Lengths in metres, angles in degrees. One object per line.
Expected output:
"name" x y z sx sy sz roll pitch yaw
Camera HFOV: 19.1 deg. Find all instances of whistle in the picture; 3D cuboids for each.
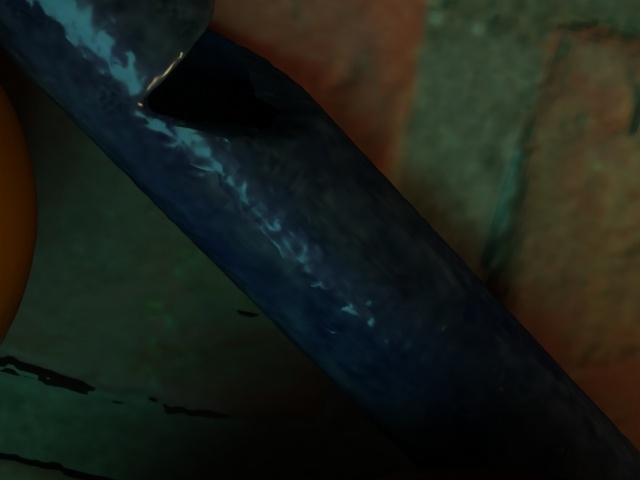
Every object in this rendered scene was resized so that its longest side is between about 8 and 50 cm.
"whistle" 0.000 0.000 0.595 0.062 0.062 0.304 -33 114 26

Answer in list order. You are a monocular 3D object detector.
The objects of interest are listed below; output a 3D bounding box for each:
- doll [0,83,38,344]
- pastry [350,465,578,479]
"doll" -0.197 -0.030 0.542 0.213 0.213 0.236 -36 75 28
"pastry" 0.061 0.206 0.630 0.356 0.164 0.356 10 144 8
